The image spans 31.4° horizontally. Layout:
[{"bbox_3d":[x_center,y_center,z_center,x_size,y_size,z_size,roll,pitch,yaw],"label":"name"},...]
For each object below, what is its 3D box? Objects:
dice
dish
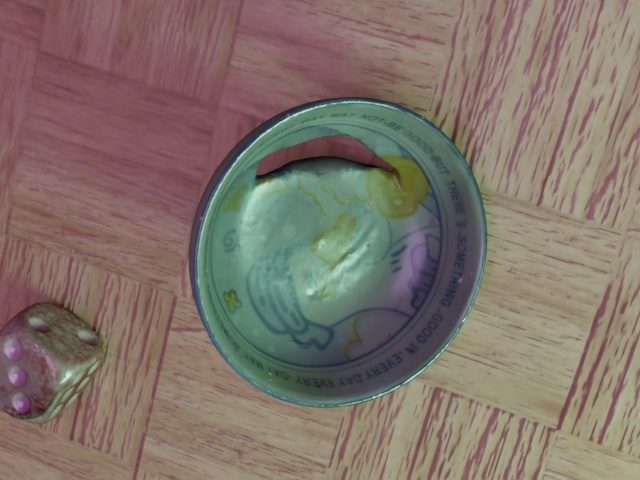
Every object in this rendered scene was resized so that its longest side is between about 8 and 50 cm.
[{"bbox_3d":[-0.286,0.126,1.170,0.091,0.094,0.093,38,111,5],"label":"dice"},{"bbox_3d":[0.000,0.000,1.033,0.273,0.134,0.273,-6,105,-21],"label":"dish"}]
